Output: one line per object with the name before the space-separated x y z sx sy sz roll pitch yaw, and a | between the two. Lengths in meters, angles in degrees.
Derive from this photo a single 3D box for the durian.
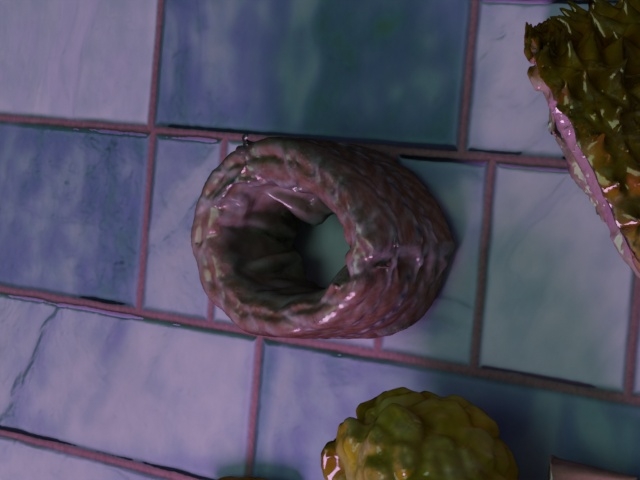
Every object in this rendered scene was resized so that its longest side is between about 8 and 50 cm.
durian | 0.249 -0.085 1.418 0.185 0.195 0.305 -26 71 29

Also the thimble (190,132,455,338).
thimble | -0.005 0.003 1.644 0.229 0.148 0.196 34 110 36

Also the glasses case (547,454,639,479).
glasses case | 0.242 0.289 1.502 0.102 0.070 0.194 6 92 11

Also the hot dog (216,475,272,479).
hot dog | -0.073 0.272 1.760 0.133 0.041 0.056 1 90 39

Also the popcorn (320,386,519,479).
popcorn | 0.098 0.275 1.510 0.225 0.173 0.286 -171 77 -79
